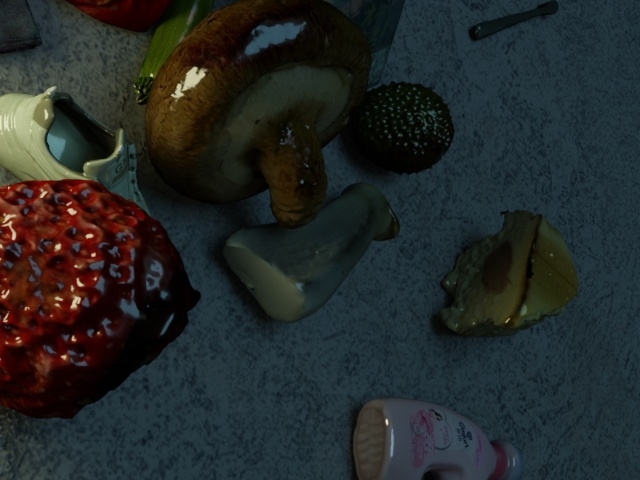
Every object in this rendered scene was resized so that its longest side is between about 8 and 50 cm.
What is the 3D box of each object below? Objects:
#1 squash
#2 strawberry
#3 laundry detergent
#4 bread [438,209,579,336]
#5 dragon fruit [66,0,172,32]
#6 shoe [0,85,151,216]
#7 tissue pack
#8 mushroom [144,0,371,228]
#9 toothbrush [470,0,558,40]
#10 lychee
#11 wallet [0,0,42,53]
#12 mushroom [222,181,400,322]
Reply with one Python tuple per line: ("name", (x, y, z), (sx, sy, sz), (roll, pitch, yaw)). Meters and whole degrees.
("squash", (-0.198, -0.314, 1.812), (0.071, 0.080, 0.318), (27, 66, -19))
("strawberry", (-0.320, 0.046, 1.453), (0.310, 0.292, 0.292), (49, 46, 0))
("laundry detergent", (0.195, 0.341, 1.991), (0.335, 0.088, 0.159), (18, 70, -41))
("bread", (0.310, 0.051, 2.129), (0.224, 0.184, 0.211), (-2, 78, -48))
("dragon fruit", (-0.270, -0.489, 1.676), (0.302, 0.330, 0.240), (24, 40, -36))
("shoe", (-0.282, -0.077, 1.604), (0.316, 0.159, 0.124), (47, 48, -20))
("tissue pack", (0.041, -0.361, 1.922), (0.103, 0.315, 0.228), (34, 39, 24))
("mushroom", (-0.090, -0.196, 1.734), (0.345, 0.239, 0.345), (-48, 148, -45))
("toothbrush", (0.382, -0.435, 2.466), (0.297, 0.031, 0.030), (-25, 105, -45))
("lychee", (0.128, -0.187, 2.051), (0.171, 0.171, 0.171), (16, 66, -41))
("wallet", (-0.431, -0.321, 1.623), (0.111, 0.030, 0.165), (-21, 94, -51))
("mushroom", (0.000, 0.000, 1.884), (0.329, 0.122, 0.159), (-37, 113, -45))
